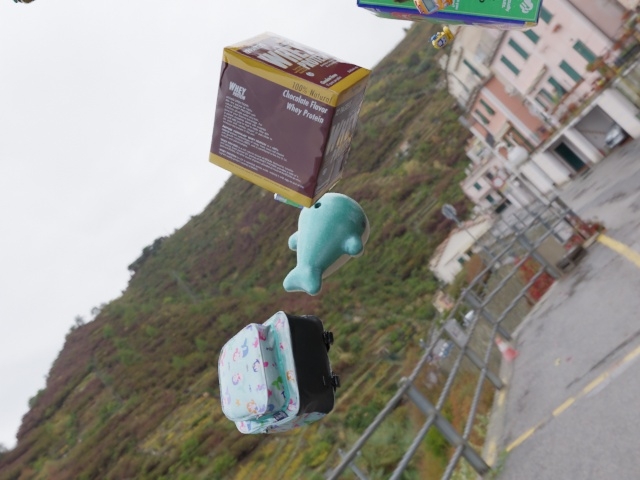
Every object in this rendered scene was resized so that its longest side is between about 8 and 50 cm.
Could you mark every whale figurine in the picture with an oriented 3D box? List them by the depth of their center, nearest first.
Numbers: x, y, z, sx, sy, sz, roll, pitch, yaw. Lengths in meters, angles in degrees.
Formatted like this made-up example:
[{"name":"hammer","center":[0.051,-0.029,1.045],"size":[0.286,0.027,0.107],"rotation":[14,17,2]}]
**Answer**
[{"name":"whale figurine","center":[0.000,0.000,1.422],"size":[0.272,0.216,0.141],"rotation":[-58,-44,-29]}]

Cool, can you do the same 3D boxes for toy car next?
[{"name":"toy car","center":[0.161,-0.300,0.823],"size":[0.040,0.060,0.122],"rotation":[-41,-42,2]}]

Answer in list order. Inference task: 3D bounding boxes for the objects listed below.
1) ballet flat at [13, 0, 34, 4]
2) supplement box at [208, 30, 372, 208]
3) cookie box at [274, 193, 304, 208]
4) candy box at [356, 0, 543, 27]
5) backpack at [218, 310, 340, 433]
[{"name":"ballet flat","center":[-0.653,-0.669,1.257],"size":[0.124,0.343,0.116],"rotation":[-25,2,-10]},{"name":"supplement box","center":[-0.050,-0.191,0.937],"size":[0.129,0.191,0.194],"rotation":[-47,-23,-51]},{"name":"cookie box","center":[-0.066,-0.152,1.663],"size":[0.040,0.091,0.107],"rotation":[-112,42,-67]},{"name":"candy box","center":[0.250,-0.471,1.135],"size":[0.268,0.316,0.122],"rotation":[-47,-36,-69]},{"name":"backpack","center":[-0.104,0.286,1.251],"size":[0.191,0.225,0.253],"rotation":[6,-30,-32]}]
